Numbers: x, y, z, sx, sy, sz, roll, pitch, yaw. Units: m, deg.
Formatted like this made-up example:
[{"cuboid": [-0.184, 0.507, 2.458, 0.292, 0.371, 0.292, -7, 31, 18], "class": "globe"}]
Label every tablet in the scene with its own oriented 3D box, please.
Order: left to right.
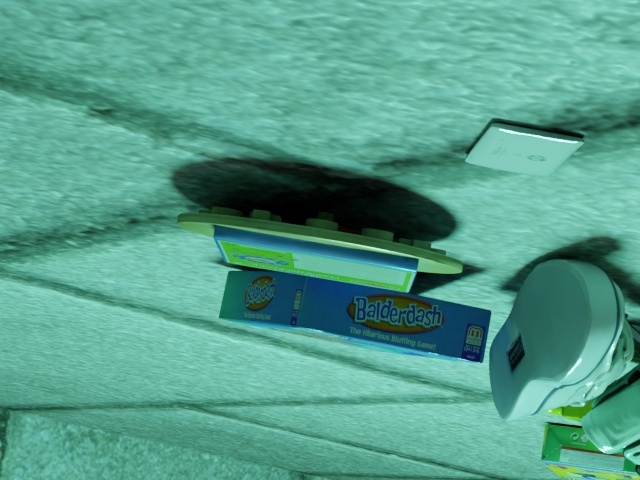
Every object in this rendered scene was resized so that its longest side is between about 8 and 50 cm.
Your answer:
[{"cuboid": [0.117, -0.052, 1.020, 0.054, 0.006, 0.083, 10, 168, -4], "class": "tablet"}]

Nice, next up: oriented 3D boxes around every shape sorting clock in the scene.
[{"cuboid": [0.000, 0.000, 1.255, 0.206, 0.040, 0.206, 9, 172, 1], "class": "shape sorting clock"}]

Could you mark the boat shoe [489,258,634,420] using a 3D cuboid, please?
[{"cuboid": [0.196, 0.073, 1.348, 0.084, 0.095, 0.258, -6, 166, -11], "class": "boat shoe"}]

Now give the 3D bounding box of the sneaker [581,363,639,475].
[{"cuboid": [0.274, 0.119, 1.332, 0.151, 0.094, 0.256, -32, 164, 3], "class": "sneaker"}]

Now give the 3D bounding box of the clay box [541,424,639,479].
[{"cuboid": [0.364, 0.283, 2.263, 0.127, 0.053, 0.222, 6, 167, 17], "class": "clay box"}]

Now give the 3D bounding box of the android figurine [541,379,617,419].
[{"cuboid": [0.329, 0.166, 1.573, 0.273, 0.056, 0.248, 8, 174, 31], "class": "android figurine"}]

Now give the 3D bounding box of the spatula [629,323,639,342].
[{"cuboid": [0.307, 0.094, 1.493, 0.296, 0.030, 0.084, 10, 169, -7], "class": "spatula"}]

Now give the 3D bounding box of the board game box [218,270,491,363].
[{"cuboid": [0.023, 0.061, 1.448, 0.160, 0.047, 0.210, 12, 175, -20], "class": "board game box"}]
